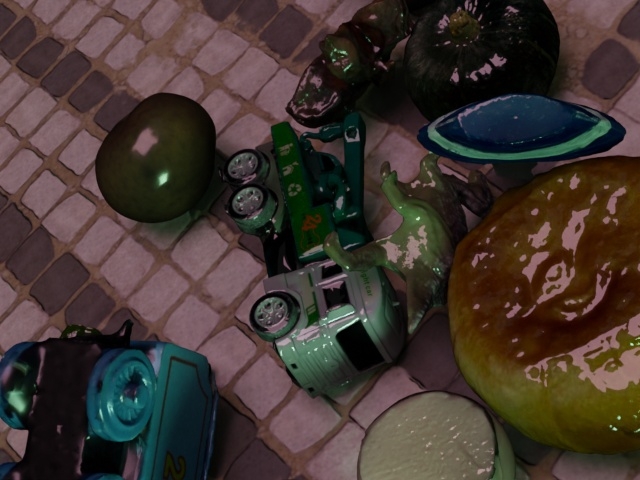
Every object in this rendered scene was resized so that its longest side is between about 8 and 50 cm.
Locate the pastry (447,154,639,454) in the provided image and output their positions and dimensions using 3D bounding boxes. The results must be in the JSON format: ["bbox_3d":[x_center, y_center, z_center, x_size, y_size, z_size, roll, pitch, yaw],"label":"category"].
[{"bbox_3d":[0.302,0.067,1.475,0.355,0.164,0.356,-12,60,22],"label":"pastry"}]

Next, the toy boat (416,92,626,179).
[{"bbox_3d":[0.200,-0.108,1.555,0.291,0.210,0.070,158,114,-71],"label":"toy boat"}]

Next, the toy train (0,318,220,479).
[{"bbox_3d":[-0.250,0.248,1.599,0.188,0.265,0.300,0,75,29],"label":"toy train"}]

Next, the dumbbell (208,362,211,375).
[{"bbox_3d":[-0.167,0.191,1.752,0.036,0.040,0.083,-26,41,56],"label":"dumbbell"}]

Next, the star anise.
[{"bbox_3d":[0.046,-0.231,1.813,0.099,0.220,0.214,40,87,5],"label":"star anise"}]

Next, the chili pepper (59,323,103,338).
[{"bbox_3d":[-0.343,0.205,1.831,0.072,0.073,0.204,10,66,20],"label":"chili pepper"}]

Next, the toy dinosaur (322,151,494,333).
[{"bbox_3d":[0.122,-0.017,1.595,0.077,0.162,0.294,-31,17,52],"label":"toy dinosaur"}]

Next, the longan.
[{"bbox_3d":[-0.224,-0.113,1.903,0.167,0.167,0.187,35,109,42],"label":"longan"}]

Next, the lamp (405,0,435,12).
[{"bbox_3d":[0.103,-0.457,1.868,0.374,0.272,0.205,20,73,38],"label":"lamp"}]

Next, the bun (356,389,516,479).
[{"bbox_3d":[0.127,0.253,1.474,0.172,0.120,0.173,-13,50,16],"label":"bun"}]

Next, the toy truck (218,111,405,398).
[{"bbox_3d":[-0.007,0.004,1.695,0.178,0.176,0.364,-18,52,12],"label":"toy truck"}]

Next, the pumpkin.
[{"bbox_3d":[0.202,-0.233,1.737,0.211,0.152,0.212,-17,62,35],"label":"pumpkin"}]
